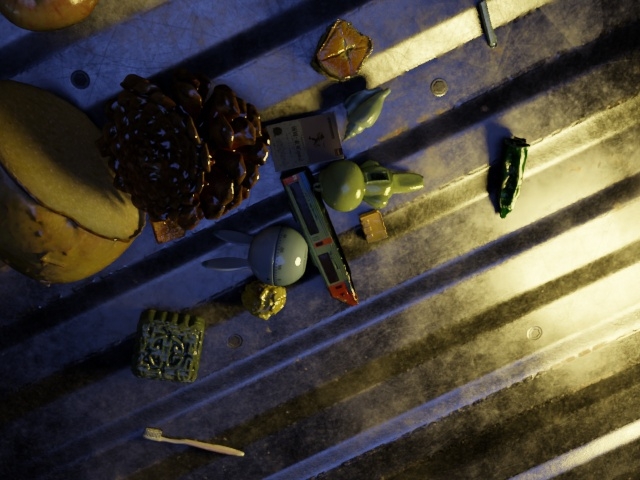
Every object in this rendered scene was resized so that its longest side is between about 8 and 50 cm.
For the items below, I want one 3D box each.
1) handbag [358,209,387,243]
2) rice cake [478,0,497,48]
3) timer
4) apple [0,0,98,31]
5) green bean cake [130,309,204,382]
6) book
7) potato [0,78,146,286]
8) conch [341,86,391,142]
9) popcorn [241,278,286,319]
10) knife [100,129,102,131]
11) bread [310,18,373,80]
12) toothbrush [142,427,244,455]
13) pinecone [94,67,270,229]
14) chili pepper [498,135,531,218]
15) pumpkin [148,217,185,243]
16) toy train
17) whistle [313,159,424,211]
[{"bbox_3d":[0.143,-0.037,1.663,0.061,0.027,0.083,-18,110,-1],"label":"handbag"},{"bbox_3d":[0.421,-0.542,1.531,0.022,0.022,0.121,-17,109,8],"label":"rice cake"},{"bbox_3d":[-0.153,0.048,1.593,0.256,0.175,0.175,-10,110,21],"label":"timer"},{"bbox_3d":[-0.597,-0.581,1.316,0.261,0.194,0.260,-2,107,-8],"label":"apple"},{"bbox_3d":[-0.419,0.293,1.679,0.184,0.094,0.184,10,102,-9],"label":"green bean cake"},{"bbox_3d":[-0.039,-0.250,1.552,0.182,0.014,0.127,-12,81,-2],"label":"book"},{"bbox_3d":[-0.651,-0.090,1.367,0.319,0.385,0.442,-40,79,20],"label":"potato"},{"bbox_3d":[0.106,-0.325,1.554,0.180,0.088,0.065,-51,149,4],"label":"conch"},{"bbox_3d":[-0.153,0.156,1.653,0.121,0.106,0.116,11,116,-10],"label":"popcorn"},{"bbox_3d":[-0.481,-0.252,1.529,0.212,0.015,0.054,-3,109,-5],"label":"knife"},{"bbox_3d":[0.054,-0.458,1.494,0.128,0.069,0.140,26,100,-15],"label":"bread"},{"bbox_3d":[-0.374,0.602,1.815,0.308,0.025,0.029,16,98,-11],"label":"toothbrush"},{"bbox_3d":[-0.281,-0.223,1.398,0.385,0.384,0.384,-2,108,-6],"label":"pinecone"},{"bbox_3d":[0.511,-0.162,1.649,0.059,0.088,0.226,1,117,-4],"label":"chili pepper"},{"bbox_3d":[-0.400,-0.035,1.590,0.083,0.054,0.074,-19,114,-22],"label":"pumpkin"},{"bbox_3d":[0.000,0.000,1.628,0.089,0.086,0.409,-20,109,5],"label":"toy train"},{"bbox_3d":[0.119,-0.137,1.592,0.294,0.141,0.141,2,109,-28],"label":"whistle"}]
